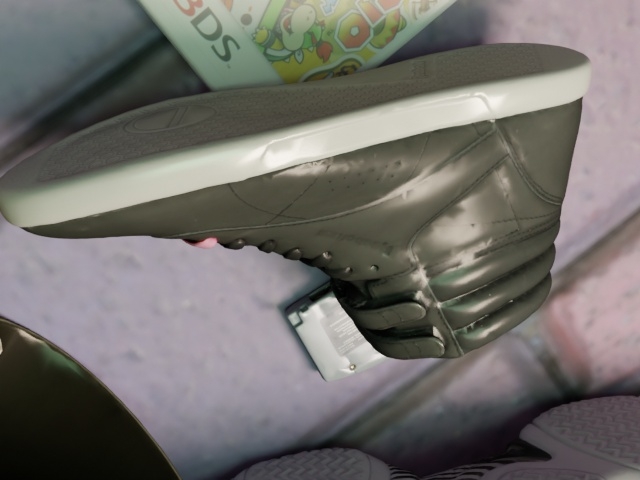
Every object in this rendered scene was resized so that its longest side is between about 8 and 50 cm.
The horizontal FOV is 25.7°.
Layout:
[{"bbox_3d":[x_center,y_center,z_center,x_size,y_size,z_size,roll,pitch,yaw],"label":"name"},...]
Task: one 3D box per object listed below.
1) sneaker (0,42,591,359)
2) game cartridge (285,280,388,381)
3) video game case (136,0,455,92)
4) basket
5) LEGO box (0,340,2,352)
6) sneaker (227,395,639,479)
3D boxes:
[{"bbox_3d":[0.000,0.000,0.672,0.295,0.104,0.147,-12,112,-21],"label":"sneaker"},{"bbox_3d":[0.028,0.040,0.772,0.083,0.017,0.056,-31,112,-5],"label":"game cartridge"},{"bbox_3d":[-0.002,-0.187,0.673,0.227,0.026,0.206,-40,116,-1],"label":"video game case"},{"bbox_3d":[-0.184,0.185,0.673,0.227,0.204,0.154,-49,142,13],"label":"basket"},{"bbox_3d":[-0.416,0.130,0.460,0.500,0.193,0.372,-51,144,10],"label":"LEGO box"},{"bbox_3d":[0.077,0.223,0.785,0.365,0.137,0.210,-10,109,-18],"label":"sneaker"}]
